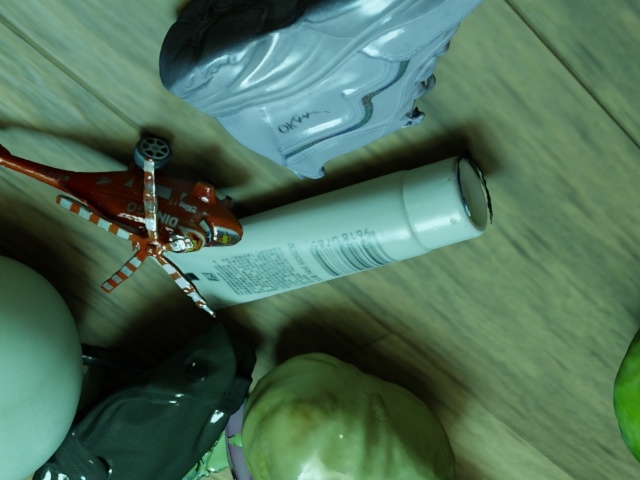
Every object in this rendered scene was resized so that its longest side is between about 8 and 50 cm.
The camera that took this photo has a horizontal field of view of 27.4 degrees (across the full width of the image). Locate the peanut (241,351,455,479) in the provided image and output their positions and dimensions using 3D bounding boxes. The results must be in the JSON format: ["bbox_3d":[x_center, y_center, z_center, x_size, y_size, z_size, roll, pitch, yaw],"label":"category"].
[{"bbox_3d":[0.045,0.203,1.072,0.148,0.147,0.319,-16,136,17],"label":"peanut"}]

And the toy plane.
[{"bbox_3d":[-0.149,-0.026,0.885,0.194,0.077,0.126,6,133,6],"label":"toy plane"}]

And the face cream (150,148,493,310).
[{"bbox_3d":[0.000,0.000,0.922,0.244,0.058,0.092,-16,140,25],"label":"face cream"}]

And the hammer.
[{"bbox_3d":[-0.198,0.156,1.115,0.062,0.013,0.199,12,135,-11],"label":"hammer"}]

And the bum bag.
[{"bbox_3d":[-0.153,0.164,1.060,0.142,0.079,0.326,-5,147,-46],"label":"bum bag"}]

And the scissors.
[{"bbox_3d":[-0.068,0.167,1.118,0.134,0.020,0.187,16,133,-5],"label":"scissors"}]

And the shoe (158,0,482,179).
[{"bbox_3d":[0.033,-0.117,0.774,0.245,0.095,0.137,-23,135,28],"label":"shoe"}]

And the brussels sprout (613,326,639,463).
[{"bbox_3d":[0.298,0.109,0.964,0.162,0.144,0.180,-1,116,31],"label":"brussels sprout"}]

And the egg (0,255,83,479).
[{"bbox_3d":[-0.249,0.100,0.960,0.151,0.151,0.209,6,139,-5],"label":"egg"}]
